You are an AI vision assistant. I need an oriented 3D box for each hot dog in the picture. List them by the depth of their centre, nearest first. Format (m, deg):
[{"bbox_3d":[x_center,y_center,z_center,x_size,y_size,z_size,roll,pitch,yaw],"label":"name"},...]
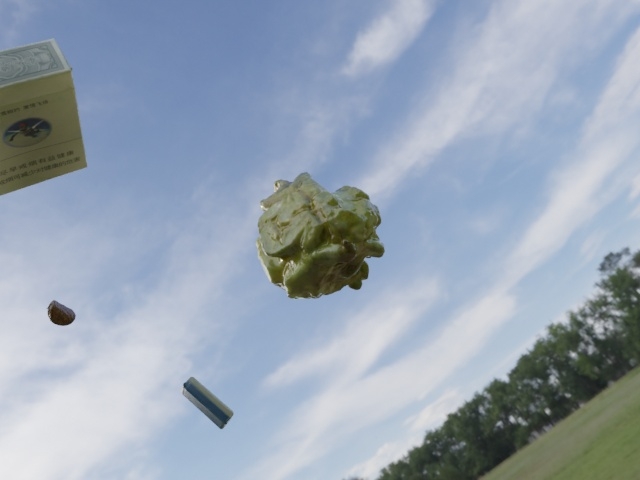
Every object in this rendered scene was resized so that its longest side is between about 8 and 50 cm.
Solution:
[{"bbox_3d":[-0.687,0.192,1.507,0.035,0.058,0.083,-18,-39,17],"label":"hot dog"}]

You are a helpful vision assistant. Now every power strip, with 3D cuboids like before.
[{"bbox_3d":[-0.235,0.333,1.176,0.032,0.123,0.056,-46,-8,-35],"label":"power strip"}]

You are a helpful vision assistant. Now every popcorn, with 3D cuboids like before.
[{"bbox_3d":[0.000,-0.001,0.833,0.187,0.167,0.186,4,-55,4],"label":"popcorn"}]

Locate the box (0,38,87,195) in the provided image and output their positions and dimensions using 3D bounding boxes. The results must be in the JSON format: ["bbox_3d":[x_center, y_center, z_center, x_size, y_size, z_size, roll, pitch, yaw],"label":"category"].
[{"bbox_3d":[-0.470,-0.184,0.897,0.164,0.069,0.256,-25,-17,-26],"label":"box"}]
